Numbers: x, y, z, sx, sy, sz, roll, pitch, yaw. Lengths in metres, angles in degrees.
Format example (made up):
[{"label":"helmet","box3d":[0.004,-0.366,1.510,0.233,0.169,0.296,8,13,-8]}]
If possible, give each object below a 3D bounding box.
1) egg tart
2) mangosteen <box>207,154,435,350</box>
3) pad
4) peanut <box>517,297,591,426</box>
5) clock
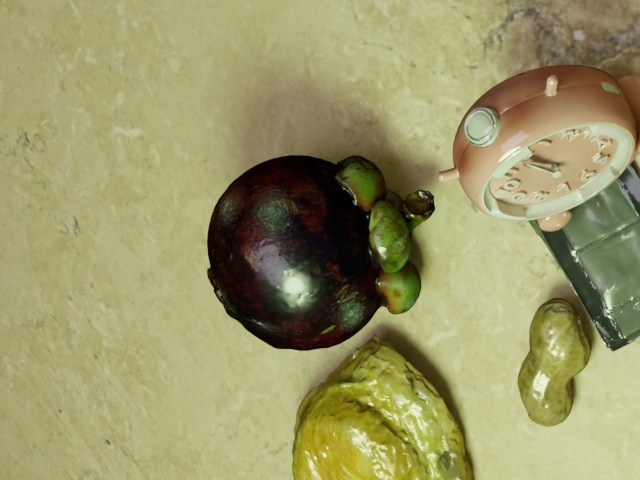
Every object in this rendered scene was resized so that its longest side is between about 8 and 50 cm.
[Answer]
[{"label":"egg tart","box3d":[0.077,0.349,1.839,0.351,0.153,0.340,-37,83,41]},{"label":"mangosteen","box3d":[-0.015,0.012,1.724,0.311,0.311,0.311,13,112,35]},{"label":"pad","box3d":[0.385,0.013,1.566,0.174,0.022,0.233,-36,82,39]},{"label":"peanut","box3d":[0.318,0.169,1.632,0.089,0.089,0.193,25,123,30]},{"label":"clock","box3d":[0.265,-0.130,1.462,0.227,0.241,0.142,-43,56,36]}]
